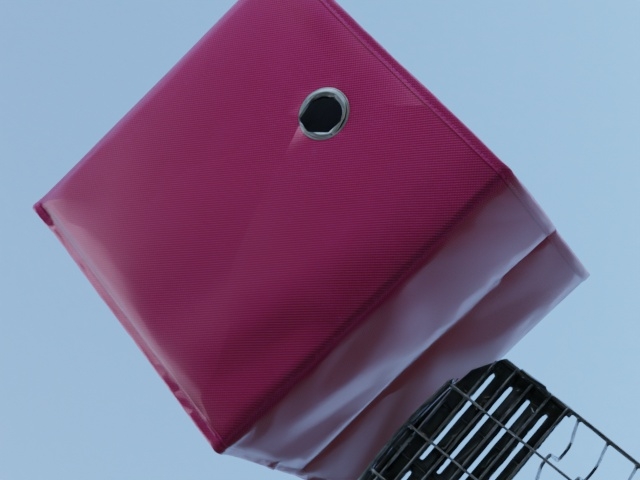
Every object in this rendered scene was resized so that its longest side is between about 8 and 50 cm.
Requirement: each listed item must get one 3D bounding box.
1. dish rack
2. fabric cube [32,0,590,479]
[{"bbox_3d":[0.144,0.215,0.769,0.208,0.271,0.074,-47,-21,-10],"label":"dish rack"},{"bbox_3d":[0.000,0.000,0.930,0.258,0.254,0.259,-44,-28,5],"label":"fabric cube"}]
